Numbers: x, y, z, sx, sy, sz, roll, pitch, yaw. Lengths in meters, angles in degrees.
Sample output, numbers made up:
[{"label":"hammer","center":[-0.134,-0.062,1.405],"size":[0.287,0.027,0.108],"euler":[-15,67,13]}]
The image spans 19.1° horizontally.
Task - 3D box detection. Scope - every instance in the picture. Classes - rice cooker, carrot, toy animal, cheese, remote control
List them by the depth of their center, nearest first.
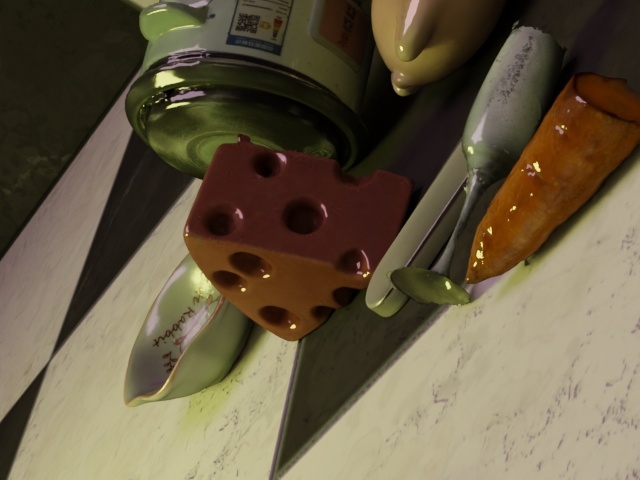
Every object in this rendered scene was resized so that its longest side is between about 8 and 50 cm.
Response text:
[{"label":"carrot","center":[0.165,-0.036,1.434],"size":[0.205,0.072,0.072],"euler":[-53,16,30]},{"label":"remote control","center":[0.114,-0.037,1.692],"size":[0.245,0.022,0.077],"euler":[-56,17,10]},{"label":"cheese","center":[-0.015,0.008,1.875],"size":[0.177,0.203,0.128],"euler":[85,-161,-58]},{"label":"toy animal","center":[0.080,-0.329,1.918],"size":[0.345,0.247,0.277],"euler":[-65,13,-14]},{"label":"rice cooker","center":[-0.067,-0.191,2.048],"size":[0.264,0.316,0.316],"euler":[-9,47,37]}]

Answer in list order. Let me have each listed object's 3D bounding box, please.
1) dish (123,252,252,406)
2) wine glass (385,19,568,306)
[{"label":"dish","center":[-0.129,0.102,2.116],"size":[0.229,0.081,0.229],"euler":[-50,21,26]},{"label":"wine glass","center":[0.139,-0.068,1.582],"size":[0.074,0.074,0.262],"euler":[-28,34,63]}]
